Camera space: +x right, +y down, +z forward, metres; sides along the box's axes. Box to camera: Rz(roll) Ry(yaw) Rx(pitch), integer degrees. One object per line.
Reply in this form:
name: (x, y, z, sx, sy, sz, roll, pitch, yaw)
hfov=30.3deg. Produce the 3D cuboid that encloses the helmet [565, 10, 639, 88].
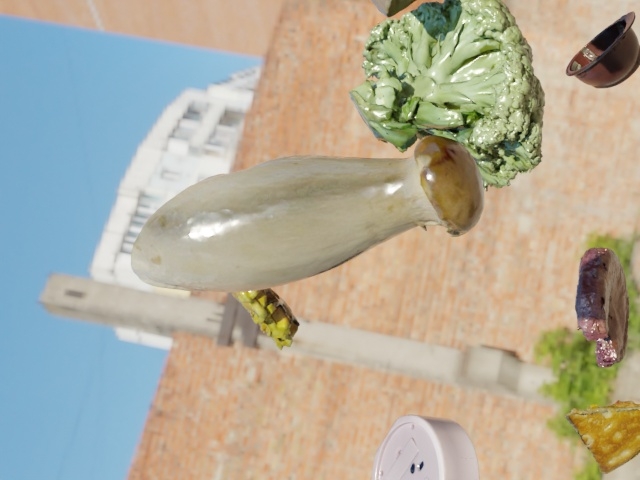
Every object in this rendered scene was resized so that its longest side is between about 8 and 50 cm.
helmet: (0.362, -0.223, 1.453, 0.111, 0.057, 0.089, -38, 12, 36)

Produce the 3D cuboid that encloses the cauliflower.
cauliflower: (0.155, -0.182, 1.528, 0.275, 0.250, 0.272, -25, 86, 66)

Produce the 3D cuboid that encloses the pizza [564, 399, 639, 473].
pizza: (0.493, 0.330, 2.046, 0.036, 0.176, 0.185, -93, 18, -56)

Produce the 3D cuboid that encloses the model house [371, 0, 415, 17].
model house: (0.070, -0.475, 1.383, 0.245, 0.280, 0.312, -38, -14, -15)

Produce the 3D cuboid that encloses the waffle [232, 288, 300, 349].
waffle: (-0.137, 0.050, 1.722, 0.059, 0.243, 0.238, -48, -36, -4)

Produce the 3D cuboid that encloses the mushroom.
mushroom: (-0.016, -0.022, 1.134, 0.128, 0.350, 0.128, -12, -90, -74)

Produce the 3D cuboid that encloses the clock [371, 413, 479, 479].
clock: (0.155, 0.363, 1.774, 0.197, 0.068, 0.197, -30, 56, 56)

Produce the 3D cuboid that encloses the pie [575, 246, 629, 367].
pie: (0.500, 0.114, 2.079, 0.218, 0.054, 0.204, 36, -124, -55)
